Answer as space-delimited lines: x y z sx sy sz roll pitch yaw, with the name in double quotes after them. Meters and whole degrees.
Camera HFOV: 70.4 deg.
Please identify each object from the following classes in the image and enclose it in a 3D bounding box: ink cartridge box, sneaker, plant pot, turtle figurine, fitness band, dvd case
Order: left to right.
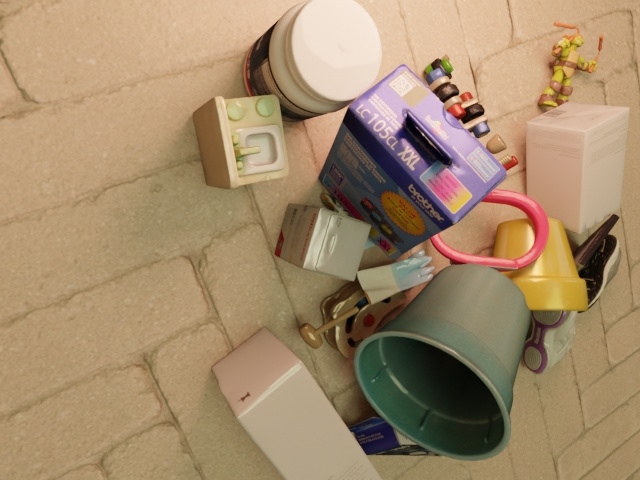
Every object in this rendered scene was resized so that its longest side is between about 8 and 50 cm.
0.000 0.000 0.979 0.127 0.176 0.128 16 91 -25 "ink cartridge box"
0.037 -0.086 1.068 0.083 0.031 0.037 45 65 -28 "sneaker"
0.159 -0.136 0.873 0.151 0.395 0.270 -41 86 -17 "ink cartridge box"
0.231 0.512 1.171 0.332 0.165 0.065 14 53 -24 "ink cartridge box"
0.306 0.241 1.035 0.334 0.341 0.341 -41 114 -40 "plant pot"
0.418 -0.029 1.144 0.290 0.054 0.209 8 74 12 "fitness band"
0.569 0.070 1.227 0.253 0.254 0.239 5 80 -25 "plant pot"
0.709 0.256 1.375 0.152 0.114 0.305 -6 117 -30 "sneaker"
0.675 -0.480 1.262 0.269 0.087 0.218 2 108 -40 "turtle figurine"
0.761 0.042 1.322 0.022 0.253 0.180 37 78 21 "dvd case"
0.882 0.117 1.444 0.108 0.100 0.272 37 82 -30 "sneaker"

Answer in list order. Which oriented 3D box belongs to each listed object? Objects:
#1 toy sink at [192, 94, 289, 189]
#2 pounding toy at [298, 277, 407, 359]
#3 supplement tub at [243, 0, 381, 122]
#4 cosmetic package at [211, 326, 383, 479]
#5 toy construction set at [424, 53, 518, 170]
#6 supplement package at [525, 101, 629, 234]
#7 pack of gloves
-0.145 -0.185 0.854 0.131 0.234 0.153 -14 102 -22 "toy sink"
0.094 0.195 1.063 0.269 0.155 0.154 -32 105 -17 "pounding toy"
-0.025 -0.332 0.865 0.191 0.272 0.191 -4 99 -24 "supplement tub"
-0.033 0.436 1.003 0.161 0.230 0.453 -37 112 -16 "cosmetic package"
0.274 -0.232 1.071 0.237 0.257 0.309 -36 97 30 "toy construction set"
0.687 -0.199 1.233 0.177 0.175 0.293 -26 121 -19 "supplement package"
0.172 0.021 1.062 0.232 0.046 0.195 -16 77 -34 "pack of gloves"
